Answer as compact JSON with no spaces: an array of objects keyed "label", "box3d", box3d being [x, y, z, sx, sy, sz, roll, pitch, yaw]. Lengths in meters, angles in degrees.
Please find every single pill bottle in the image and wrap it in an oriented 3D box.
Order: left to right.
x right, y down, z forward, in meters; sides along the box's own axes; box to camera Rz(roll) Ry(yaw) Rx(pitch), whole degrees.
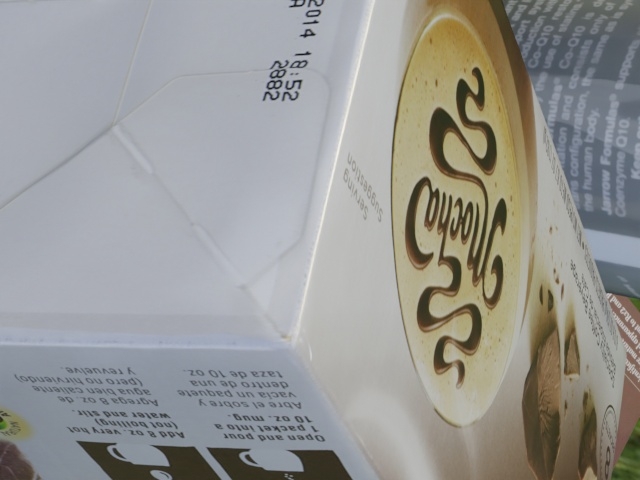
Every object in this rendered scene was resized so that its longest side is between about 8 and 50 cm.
[{"label":"pill bottle","box3d":[0.134,-0.057,0.881,0.283,0.161,0.161,11,89,38]}]

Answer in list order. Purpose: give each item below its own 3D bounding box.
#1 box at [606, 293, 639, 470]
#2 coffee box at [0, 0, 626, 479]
[{"label":"box","box3d":[0.140,0.101,1.425,0.168,0.203,0.167,47,65,-35]},{"label":"coffee box","box3d":[0.002,0.031,0.519,0.119,0.297,0.168,0,57,21]}]
